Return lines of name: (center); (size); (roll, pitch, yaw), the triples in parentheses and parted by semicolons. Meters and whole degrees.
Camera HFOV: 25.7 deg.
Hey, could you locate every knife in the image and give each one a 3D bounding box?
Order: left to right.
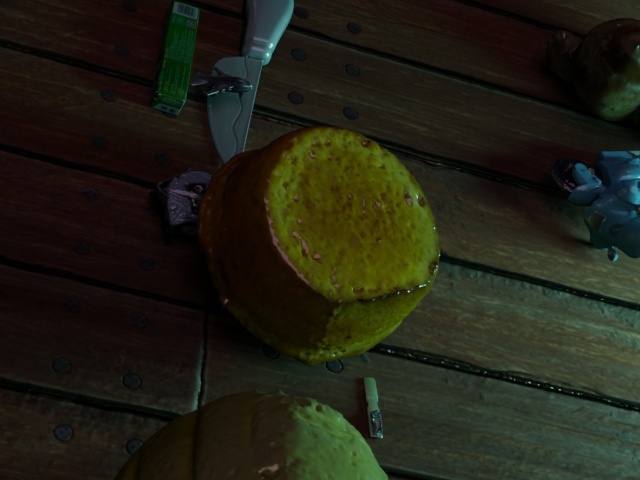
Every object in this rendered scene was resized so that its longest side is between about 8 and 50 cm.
knife: (-0.109, -0.237, 1.953); (0.080, 0.044, 0.331); (18, 56, -3)

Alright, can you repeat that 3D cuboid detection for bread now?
bread: (-0.084, 0.294, 1.426); (0.237, 0.320, 0.320); (44, 49, -16)
bread: (0.003, -0.002, 1.738); (0.312, 0.172, 0.312); (18, 55, -28)

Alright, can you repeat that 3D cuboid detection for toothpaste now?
toothpaste: (-0.200, -0.253, 1.920); (0.043, 0.037, 0.178); (17, 53, -17)

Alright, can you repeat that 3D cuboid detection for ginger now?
ginger: (0.518, -0.236, 2.118); (0.375, 0.256, 0.176); (25, 85, 11)

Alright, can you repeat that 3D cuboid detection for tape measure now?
tape measure: (-0.165, -0.047, 1.782); (0.094, 0.054, 0.091); (-13, 70, -28)

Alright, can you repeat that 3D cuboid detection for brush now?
brush: (0.066, 0.205, 1.737); (0.016, 0.013, 0.083); (6, 54, -18)

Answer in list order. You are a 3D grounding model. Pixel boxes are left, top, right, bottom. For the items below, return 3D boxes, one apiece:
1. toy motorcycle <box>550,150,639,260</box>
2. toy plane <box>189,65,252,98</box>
toy motorcycle: (0.473, -0.059, 2.032); (0.272, 0.123, 0.182); (-4, 49, -25)
toy plane: (-0.134, -0.212, 1.902); (0.083, 0.031, 0.078); (13, 35, 1)
